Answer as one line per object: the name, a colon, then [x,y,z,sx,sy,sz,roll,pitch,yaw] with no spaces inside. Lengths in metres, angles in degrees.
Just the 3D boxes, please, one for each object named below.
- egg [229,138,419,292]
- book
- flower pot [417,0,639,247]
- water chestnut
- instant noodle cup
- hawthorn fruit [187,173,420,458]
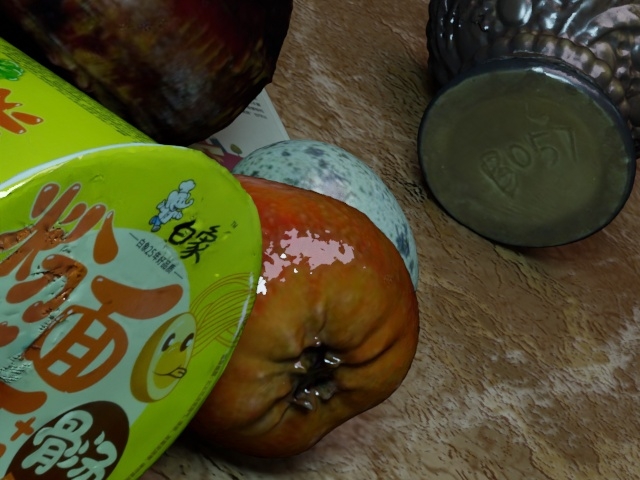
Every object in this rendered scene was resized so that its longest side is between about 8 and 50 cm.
egg: [0.000,0.000,1.472,0.172,0.132,0.132,38,29,-16]
book: [-0.086,-0.086,1.614,0.162,0.022,0.232,12,37,-39]
flower pot: [0.209,-0.143,1.788,0.267,0.266,0.267,32,41,-6]
water chestnut: [-0.195,-0.204,1.442,0.350,0.302,0.350,42,-5,4]
instant noodle cup: [-0.219,0.016,1.101,0.311,0.311,0.221,-5,38,-48]
hawthorn fruit: [-0.050,0.033,1.327,0.197,0.196,0.225,8,26,-39]
